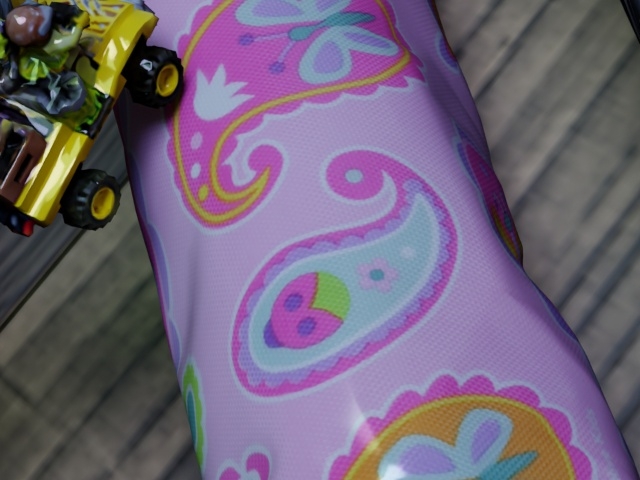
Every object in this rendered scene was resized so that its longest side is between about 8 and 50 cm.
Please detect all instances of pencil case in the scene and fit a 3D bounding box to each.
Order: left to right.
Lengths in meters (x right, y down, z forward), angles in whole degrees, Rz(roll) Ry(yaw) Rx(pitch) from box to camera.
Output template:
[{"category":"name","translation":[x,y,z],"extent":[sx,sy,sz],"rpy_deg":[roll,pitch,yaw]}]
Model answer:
[{"category":"pencil case","translation":[0.000,0.000,0.477],"extent":[0.124,0.124,0.284],"rpy_deg":[-25,56,12]}]

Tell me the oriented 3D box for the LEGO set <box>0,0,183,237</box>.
[{"category":"LEGO set","translation":[-0.202,-0.122,0.434],"extent":[0.331,0.192,0.255],"rpy_deg":[30,83,31]}]

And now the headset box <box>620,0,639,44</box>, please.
[{"category":"headset box","translation":[0.199,-0.084,0.418],"extent":[0.246,0.131,0.283],"rpy_deg":[-23,55,12]}]
